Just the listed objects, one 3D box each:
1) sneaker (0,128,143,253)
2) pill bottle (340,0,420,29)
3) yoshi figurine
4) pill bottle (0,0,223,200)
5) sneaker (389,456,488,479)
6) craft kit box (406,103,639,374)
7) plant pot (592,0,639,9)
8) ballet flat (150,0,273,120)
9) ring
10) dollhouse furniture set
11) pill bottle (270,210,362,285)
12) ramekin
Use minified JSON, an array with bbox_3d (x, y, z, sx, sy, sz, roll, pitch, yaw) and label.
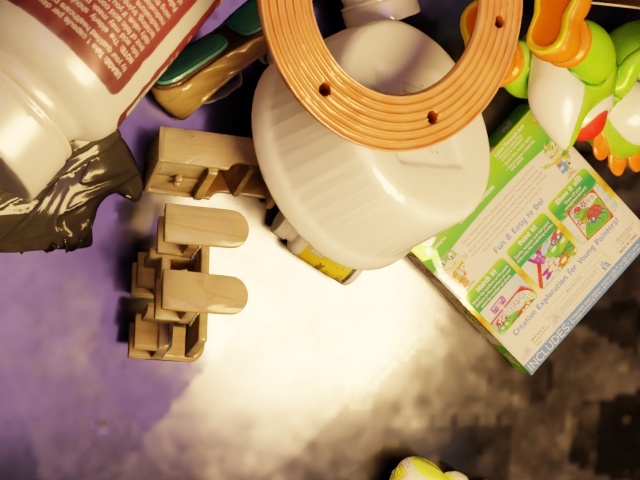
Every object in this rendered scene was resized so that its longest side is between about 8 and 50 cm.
[{"bbox_3d":[-0.326,-0.027,1.462,0.286,0.109,0.130,-33,109,-9],"label":"sneaker"},{"bbox_3d":[0.040,-0.360,1.522,0.124,0.124,0.221,-21,101,-13],"label":"pill bottle"},{"bbox_3d":[0.335,-0.224,1.579,0.362,0.203,0.203,23,113,-46],"label":"yoshi figurine"},{"bbox_3d":[-0.253,-0.249,1.366,0.224,0.224,0.392,42,73,-16],"label":"pill bottle"},{"bbox_3d":[0.175,0.366,1.662,0.240,0.091,0.126,28,106,-17],"label":"sneaker"},{"bbox_3d":[0.261,-0.001,1.657,0.250,0.061,0.246,-46,108,-7],"label":"craft kit box"},{"bbox_3d":[0.351,-0.344,1.626,0.109,0.096,0.109,3,95,-15],"label":"plant pot"},{"bbox_3d":[-0.097,-0.225,1.533,0.232,0.080,0.073,-34,131,-8],"label":"ballet flat"},{"bbox_3d":[0.075,-0.260,1.348,0.336,0.032,0.337,-4,97,-33],"label":"ring"},{"bbox_3d":[-0.117,0.009,1.472,0.161,0.212,0.242,6,69,-17],"label":"dollhouse furniture set"},{"bbox_3d":[0.000,0.000,1.575,0.116,0.065,0.065,33,86,-16],"label":"pill bottle"},{"bbox_3d":[0.068,-0.116,1.476,0.277,0.135,0.277,22,58,-39],"label":"ramekin"}]
